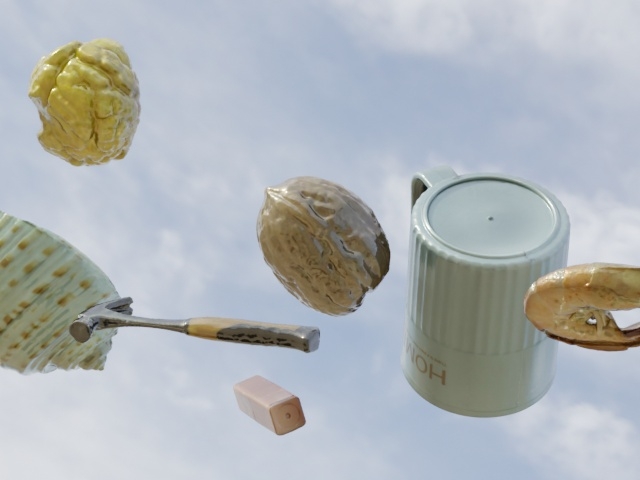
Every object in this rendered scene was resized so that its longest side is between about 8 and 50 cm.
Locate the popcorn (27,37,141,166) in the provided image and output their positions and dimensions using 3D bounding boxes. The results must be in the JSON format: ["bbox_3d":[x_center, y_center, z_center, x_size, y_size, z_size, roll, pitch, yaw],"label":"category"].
[{"bbox_3d":[-0.364,-0.233,1.938,0.200,0.203,0.226,-1,-39,30],"label":"popcorn"}]

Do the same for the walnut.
[{"bbox_3d":[0.000,0.000,1.806,0.230,0.178,0.178,45,-42,-13],"label":"walnut"}]

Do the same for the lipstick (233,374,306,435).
[{"bbox_3d":[-0.067,0.213,1.562,0.145,0.045,0.045,12,-58,68],"label":"lipstick"}]

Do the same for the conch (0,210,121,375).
[{"bbox_3d":[-0.282,0.056,1.142,0.200,0.131,0.172,30,-9,-6],"label":"conch"}]

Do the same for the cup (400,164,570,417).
[{"bbox_3d":[0.263,0.058,1.932,0.257,0.331,0.311,3,-50,5],"label":"cup"}]

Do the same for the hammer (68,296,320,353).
[{"bbox_3d":[-0.099,0.071,0.993,0.201,0.078,0.021,5,-76,8],"label":"hammer"}]

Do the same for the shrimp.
[{"bbox_3d":[0.344,0.079,1.353,0.236,0.053,0.133,-7,-59,27],"label":"shrimp"}]
